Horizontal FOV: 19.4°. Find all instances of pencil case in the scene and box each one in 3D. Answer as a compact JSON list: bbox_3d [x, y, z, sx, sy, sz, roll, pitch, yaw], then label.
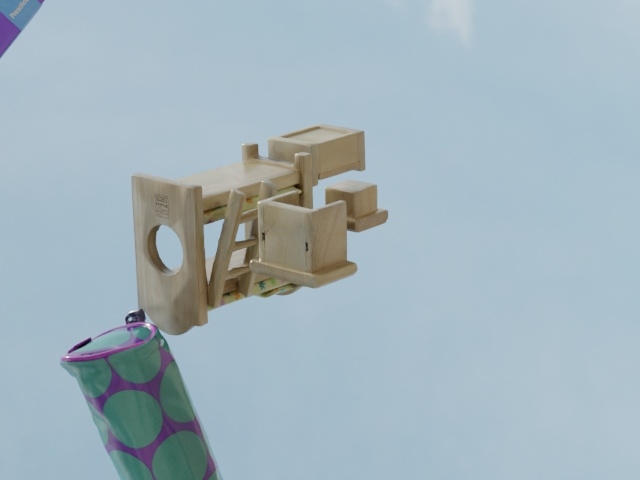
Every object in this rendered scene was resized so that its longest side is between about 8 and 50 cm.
[{"bbox_3d":[-0.107,0.124,1.172,0.064,0.070,0.152,-34,-68,-37],"label":"pencil case"}]

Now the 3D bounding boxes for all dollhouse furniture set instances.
[{"bbox_3d":[0.000,0.000,1.206,0.182,0.161,0.101,-18,-67,-45],"label":"dollhouse furniture set"}]

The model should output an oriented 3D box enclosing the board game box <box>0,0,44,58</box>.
[{"bbox_3d":[-0.325,-0.019,1.078,0.078,0.347,0.233,43,-134,-15],"label":"board game box"}]
